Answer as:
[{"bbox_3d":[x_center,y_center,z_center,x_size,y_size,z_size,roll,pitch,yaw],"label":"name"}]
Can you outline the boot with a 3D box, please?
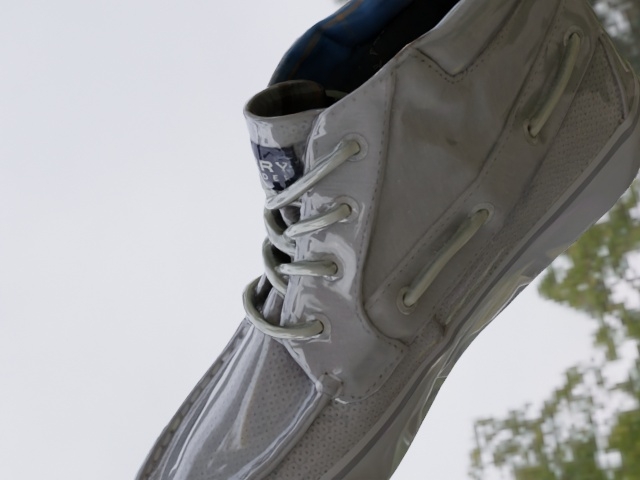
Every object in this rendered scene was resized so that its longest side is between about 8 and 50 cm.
[{"bbox_3d":[0.000,0.000,0.504,0.258,0.095,0.123,-49,-51,-10],"label":"boot"}]
